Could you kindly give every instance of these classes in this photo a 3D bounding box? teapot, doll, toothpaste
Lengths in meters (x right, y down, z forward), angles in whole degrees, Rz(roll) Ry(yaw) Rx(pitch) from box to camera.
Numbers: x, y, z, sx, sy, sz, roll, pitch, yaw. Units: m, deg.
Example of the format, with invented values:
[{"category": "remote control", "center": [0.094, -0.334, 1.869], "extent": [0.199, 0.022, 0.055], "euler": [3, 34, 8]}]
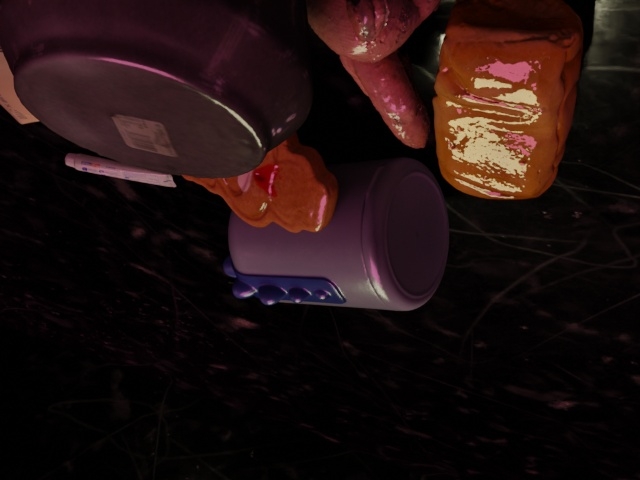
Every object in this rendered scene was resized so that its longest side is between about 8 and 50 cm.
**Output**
[{"category": "teapot", "center": [-0.131, -0.260, 0.905], "extent": [0.306, 0.361, 0.376], "euler": [12, 162, 5]}, {"category": "doll", "center": [0.093, -0.242, 1.041], "extent": [0.156, 0.201, 0.303], "euler": [-30, 142, 10]}, {"category": "toothpaste", "center": [-0.385, -0.134, 1.665], "extent": [0.218, 0.033, 0.052], "euler": [12, 156, 8]}]

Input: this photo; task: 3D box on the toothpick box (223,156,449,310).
[{"category": "toothpick box", "center": [0.000, 0.000, 1.408], "extent": [0.355, 0.263, 0.263], "euler": [0, 147, 36]}]

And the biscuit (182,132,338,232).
[{"category": "biscuit", "center": [-0.113, -0.125, 1.295], "extent": [0.334, 0.047, 0.202], "euler": [34, 130, 24]}]

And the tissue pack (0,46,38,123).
[{"category": "tissue pack", "center": [-0.366, -0.346, 1.069], "extent": [0.332, 0.205, 0.405], "euler": [-2, 147, 29]}]

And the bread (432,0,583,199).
[{"category": "bread", "center": [0.231, -0.172, 1.078], "extent": [0.167, 0.132, 0.294], "euler": [17, 153, 16]}]
